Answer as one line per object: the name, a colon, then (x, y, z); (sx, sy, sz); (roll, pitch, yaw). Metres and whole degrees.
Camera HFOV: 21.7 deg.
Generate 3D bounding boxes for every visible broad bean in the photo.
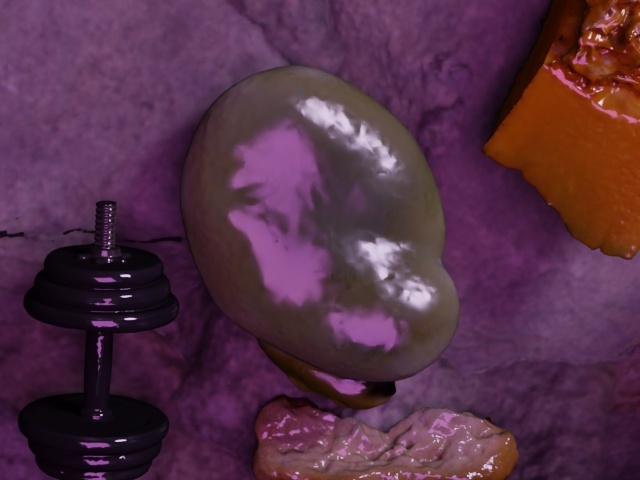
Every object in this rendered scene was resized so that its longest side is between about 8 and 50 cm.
broad bean: (0.000, 0.000, 1.080); (0.169, 0.100, 0.228); (-14, 92, -13)

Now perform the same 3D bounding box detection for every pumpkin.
pumpkin: (0.208, -0.130, 1.069); (0.131, 0.126, 0.248); (29, 114, -7)

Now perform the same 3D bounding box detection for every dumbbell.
dumbbell: (-0.142, 0.078, 1.070); (0.099, 0.099, 0.208); (3, 103, -8)

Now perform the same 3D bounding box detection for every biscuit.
biscuit: (0.044, 0.170, 1.136); (0.183, 0.061, 0.118); (2, 103, -9)
